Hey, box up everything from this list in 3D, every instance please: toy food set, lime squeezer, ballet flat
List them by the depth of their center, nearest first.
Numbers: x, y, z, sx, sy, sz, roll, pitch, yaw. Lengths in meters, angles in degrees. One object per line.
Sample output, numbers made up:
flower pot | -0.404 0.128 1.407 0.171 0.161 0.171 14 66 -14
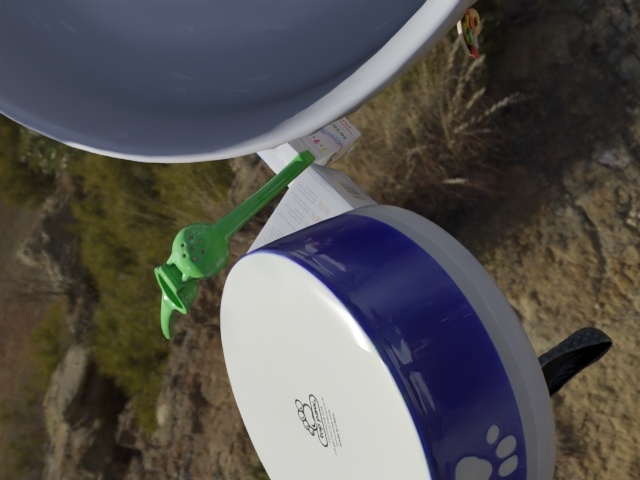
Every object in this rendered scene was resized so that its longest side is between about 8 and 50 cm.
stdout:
lime squeezer | -0.127 0.022 0.881 0.310 0.059 0.110 -50 1 34
ballet flat | 0.344 0.183 1.226 0.173 0.057 0.049 -40 17 -12
toy food set | 0.230 -0.324 1.321 0.020 0.083 0.082 -7 79 24

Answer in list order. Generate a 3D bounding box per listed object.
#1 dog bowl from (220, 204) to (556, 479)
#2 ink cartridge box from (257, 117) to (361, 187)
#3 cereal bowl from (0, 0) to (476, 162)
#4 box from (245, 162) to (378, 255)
dog bowl | 0.036 0.113 0.627 0.265 0.104 0.265 36 137 43
ink cartridge box | -0.014 -0.162 1.296 0.104 0.181 0.061 47 132 5
cereal bowl | -0.055 -0.213 0.365 0.339 0.339 0.141 -43 2 29
box | 0.000 0.000 1.193 0.130 0.091 0.170 46 111 30
